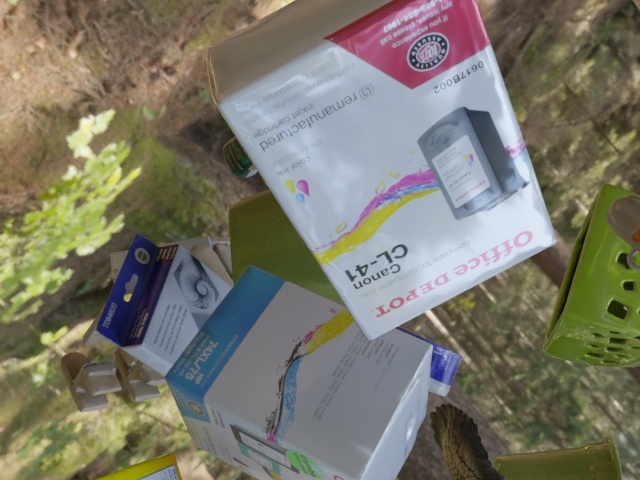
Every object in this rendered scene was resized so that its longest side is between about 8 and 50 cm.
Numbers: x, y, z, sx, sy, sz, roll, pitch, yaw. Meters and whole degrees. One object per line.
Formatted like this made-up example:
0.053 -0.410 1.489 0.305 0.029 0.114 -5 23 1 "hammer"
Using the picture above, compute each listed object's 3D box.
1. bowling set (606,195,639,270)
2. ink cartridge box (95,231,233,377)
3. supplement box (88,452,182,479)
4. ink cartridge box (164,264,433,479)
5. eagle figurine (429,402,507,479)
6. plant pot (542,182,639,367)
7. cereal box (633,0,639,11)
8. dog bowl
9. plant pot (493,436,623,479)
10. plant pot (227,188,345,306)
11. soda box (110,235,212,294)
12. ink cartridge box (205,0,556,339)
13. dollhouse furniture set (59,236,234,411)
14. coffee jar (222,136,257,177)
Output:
0.394 -0.084 0.656 0.287 0.154 0.200 -37 135 8 "bowling set"
-0.244 0.118 1.232 0.045 0.224 0.223 -27 -144 33 "ink cartridge box"
-0.238 0.345 0.701 0.195 0.194 0.356 -22 168 -2 "supplement box"
-0.018 0.203 0.947 0.197 0.270 0.198 -54 155 -32 "ink cartridge box"
0.238 0.440 1.181 0.226 0.298 0.225 -32 149 -45 "eagle figurine"
0.482 0.080 1.120 0.228 0.207 0.227 73 37 -66 "plant pot"
0.537 -0.320 1.118 0.047 0.173 0.240 -34 -137 29 "cereal box"
0.197 0.267 1.743 0.265 0.264 0.104 119 -4 -86 "dog bowl"
0.509 0.567 1.602 0.253 0.276 0.276 -1 -173 11 "plant pot"
0.000 0.000 1.200 0.293 0.275 0.275 -4 174 -5 "plant pot"
-0.340 0.055 1.595 0.216 0.074 0.069 -10 141 -9 "soda box"
0.065 -0.084 0.691 0.226 0.306 0.131 -28 -146 6 "ink cartridge box"
-0.329 0.139 1.595 0.394 0.256 0.362 1 138 -49 "dollhouse furniture set"
-0.148 -0.222 1.677 0.079 0.096 0.184 -22 172 -39 "coffee jar"
